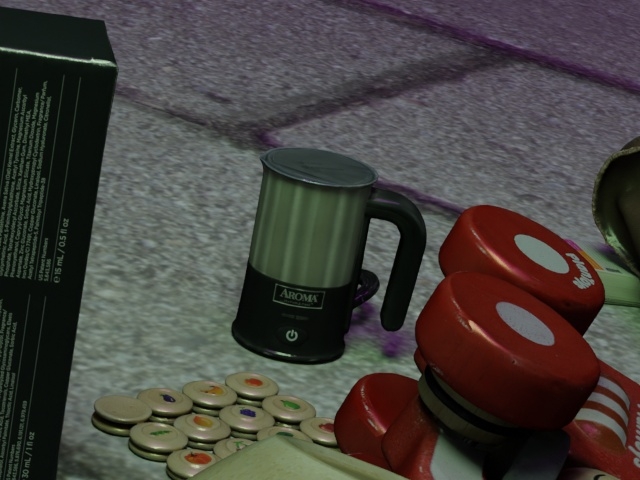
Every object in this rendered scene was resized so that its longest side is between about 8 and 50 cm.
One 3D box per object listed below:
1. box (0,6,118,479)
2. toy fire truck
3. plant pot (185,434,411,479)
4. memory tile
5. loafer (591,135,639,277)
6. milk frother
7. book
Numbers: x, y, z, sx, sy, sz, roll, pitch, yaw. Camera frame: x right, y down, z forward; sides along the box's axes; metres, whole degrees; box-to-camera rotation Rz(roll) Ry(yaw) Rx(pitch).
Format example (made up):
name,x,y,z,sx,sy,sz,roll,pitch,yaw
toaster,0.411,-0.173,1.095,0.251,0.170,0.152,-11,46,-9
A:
name,x,y,z,sx,sy,sz,roll,pitch,yaw
box,-0.225,0.000,1.062,0.184,0.261,0.103,6,20,-14
toy fire truck,0.144,0.131,1.083,0.254,0.169,0.302,30,21,-1
plant pot,0.006,0.177,0.645,0.284,0.191,0.284,22,-3,1
memory tile,-0.060,0.116,1.204,0.148,0.012,0.113,-9,27,-43
loafer,0.316,0.025,1.458,0.130,0.134,0.366,-7,31,-30
milk frother,0.000,0.000,1.380,0.129,0.135,0.143,5,20,-20
book,0.198,0.018,1.596,0.144,0.035,0.096,8,18,-14
